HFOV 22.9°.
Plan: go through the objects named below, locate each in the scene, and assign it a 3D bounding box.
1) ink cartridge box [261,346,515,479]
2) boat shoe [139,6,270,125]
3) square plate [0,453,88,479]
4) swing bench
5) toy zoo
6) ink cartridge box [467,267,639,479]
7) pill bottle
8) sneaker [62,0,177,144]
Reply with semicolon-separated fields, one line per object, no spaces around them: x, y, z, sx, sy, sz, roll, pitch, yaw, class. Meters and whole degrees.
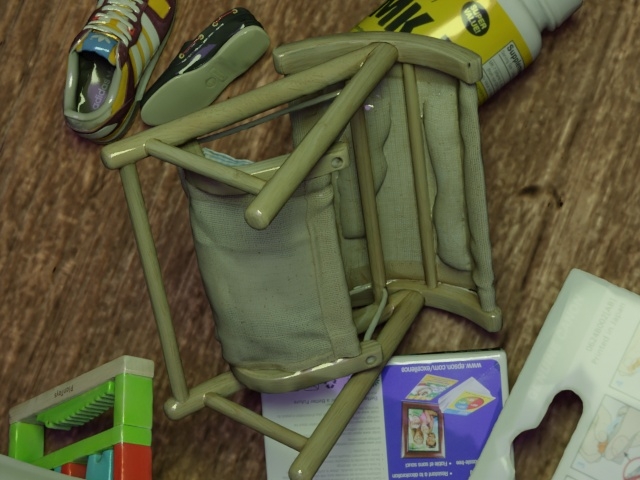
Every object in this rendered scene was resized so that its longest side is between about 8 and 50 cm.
0.057;0.197;1.301;0.206;0.045;0.208;-3;90;8;ink cartridge box
-0.105;-0.150;1.379;0.133;0.049;0.042;-39;51;7;boat shoe
-0.242;0.345;1.208;0.049;0.347;0.344;14;82;-36;square plate
0.000;0.000;1.205;0.165;0.253;0.254;22;44;38;swing bench
-0.195;0.255;1.246;0.192;0.030;0.293;-27;57;47;toy zoo
0.311;0.240;1.254;0.385;0.091;0.308;25;87;14;ink cartridge box
0.107;-0.167;1.314;0.208;0.119;0.119;-40;79;0;pill bottle
-0.174;-0.177;1.368;0.069;0.084;0.185;13;84;9;sneaker
